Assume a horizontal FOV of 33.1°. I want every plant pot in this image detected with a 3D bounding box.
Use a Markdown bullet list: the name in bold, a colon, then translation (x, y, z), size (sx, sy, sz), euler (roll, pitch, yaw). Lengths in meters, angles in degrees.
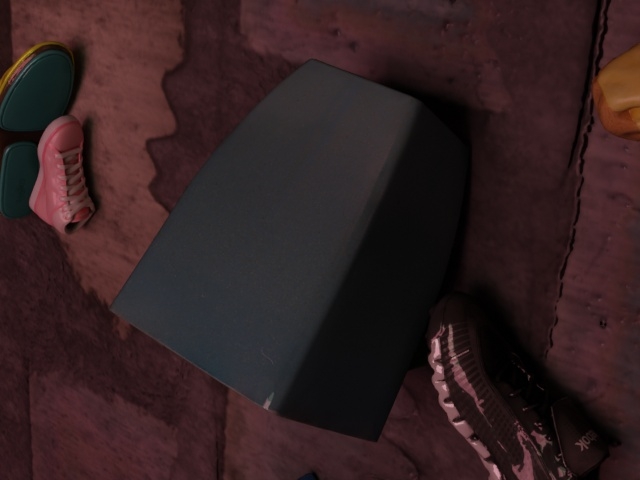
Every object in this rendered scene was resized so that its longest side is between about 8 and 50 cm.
- **plant pot**: translation (0.000, 0.000, 0.798), size (0.166, 0.165, 0.234), euler (28, 89, 32)

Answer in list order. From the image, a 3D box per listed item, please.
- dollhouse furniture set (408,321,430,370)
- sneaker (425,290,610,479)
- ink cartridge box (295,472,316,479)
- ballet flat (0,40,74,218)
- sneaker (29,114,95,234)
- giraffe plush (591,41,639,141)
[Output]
- **dollhouse furniture set**: translation (0.032, 0.060, 0.921), size (0.152, 0.059, 0.076), euler (35, 135, 51)
- **sneaker**: translation (0.159, 0.141, 0.802), size (0.106, 0.078, 0.234), euler (-18, 96, 40)
- **ink cartridge box**: translation (-0.054, 0.399, 0.989), size (0.197, 0.198, 0.270), euler (-40, 78, 41)
- **ballet flat**: translation (-0.319, -0.127, 1.137), size (0.077, 0.077, 0.231), euler (55, 136, 35)
- **sneaker**: translation (-0.259, -0.062, 1.118), size (0.070, 0.051, 0.134), euler (42, 131, 21)
- **giraffe plush**: translation (0.257, -0.148, 0.575), size (0.210, 0.182, 0.170), euler (-13, 74, 53)
